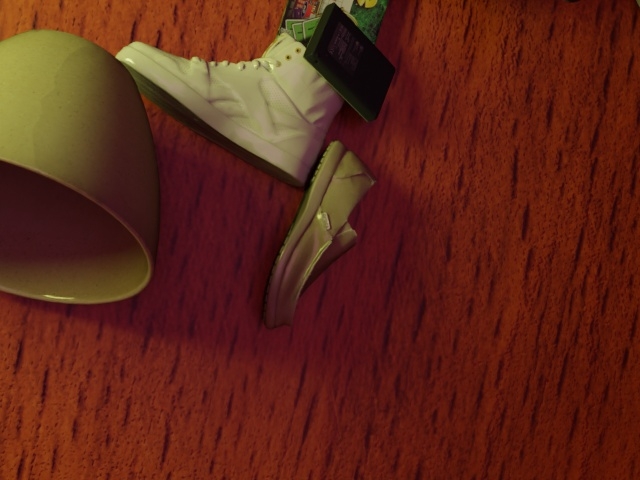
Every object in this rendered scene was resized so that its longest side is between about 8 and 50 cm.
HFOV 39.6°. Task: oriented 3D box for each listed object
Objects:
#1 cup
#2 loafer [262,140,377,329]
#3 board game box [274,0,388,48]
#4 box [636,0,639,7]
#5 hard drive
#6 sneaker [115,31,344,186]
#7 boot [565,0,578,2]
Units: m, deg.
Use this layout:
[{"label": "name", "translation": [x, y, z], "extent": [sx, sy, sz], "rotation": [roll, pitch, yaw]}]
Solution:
[{"label": "cup", "translation": [-0.326, -0.103, 1.043], "extent": [0.331, 0.331, 0.237], "rotation": [18, 60, -10]}, {"label": "loafer", "translation": [0.000, 0.000, 1.183], "extent": [0.092, 0.102, 0.268], "rotation": [23, 84, -4]}, {"label": "board game box", "translation": [0.038, -0.377, 1.235], "extent": [0.136, 0.030, 0.259], "rotation": [17, 86, -12]}, {"label": "box", "translation": [0.627, -0.312, 1.329], "extent": [0.232, 0.058, 0.322], "rotation": [-29, 95, -10]}, {"label": "hard drive", "translation": [0.042, -0.235, 1.179], "extent": [0.135, 0.022, 0.094], "rotation": [40, 57, -32]}, {"label": "sneaker", "translation": [-0.109, -0.214, 1.171], "extent": [0.292, 0.108, 0.169], "rotation": [31, 82, -18]}, {"label": "boot", "translation": [0.288, -0.380, 1.189], "extent": [0.076, 0.208, 0.189], "rotation": [8, 82, -21]}]
